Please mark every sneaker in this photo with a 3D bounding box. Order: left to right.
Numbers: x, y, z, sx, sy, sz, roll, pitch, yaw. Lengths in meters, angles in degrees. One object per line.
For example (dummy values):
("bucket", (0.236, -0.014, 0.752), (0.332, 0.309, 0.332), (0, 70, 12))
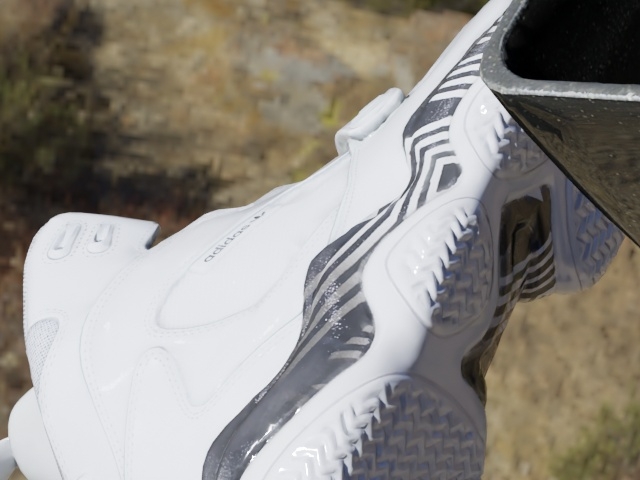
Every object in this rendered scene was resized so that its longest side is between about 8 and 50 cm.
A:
("sneaker", (0.000, 0.000, 0.846), (0.210, 0.137, 0.365), (7, 51, 34))

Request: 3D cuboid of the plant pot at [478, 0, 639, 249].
("plant pot", (0.179, -0.043, 0.424), (0.188, 0.167, 0.187), (9, 57, 39))
